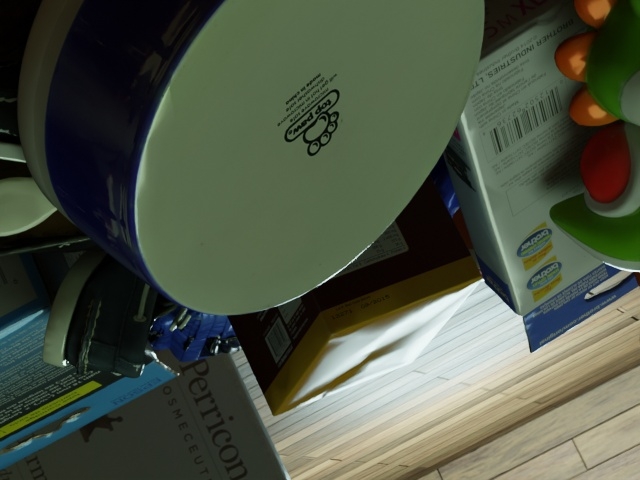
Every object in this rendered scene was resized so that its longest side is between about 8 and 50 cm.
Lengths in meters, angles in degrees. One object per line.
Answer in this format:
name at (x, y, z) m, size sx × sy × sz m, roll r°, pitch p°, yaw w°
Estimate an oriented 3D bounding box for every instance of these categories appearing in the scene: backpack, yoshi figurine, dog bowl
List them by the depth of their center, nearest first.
dog bowl at (-0.034, -0.092, 1.098) m, size 0.265 × 0.104 × 0.265 m, roll -31°, pitch 142°, yaw -28°
yoshi figurine at (0.297, -0.082, 1.401) m, size 0.203 × 0.203 × 0.362 m, roll -39°, pitch 135°, yaw -29°
backpack at (-0.104, 0.046, 1.674) m, size 0.101 × 0.098 × 0.120 m, roll -14°, pitch 162°, yaw -24°

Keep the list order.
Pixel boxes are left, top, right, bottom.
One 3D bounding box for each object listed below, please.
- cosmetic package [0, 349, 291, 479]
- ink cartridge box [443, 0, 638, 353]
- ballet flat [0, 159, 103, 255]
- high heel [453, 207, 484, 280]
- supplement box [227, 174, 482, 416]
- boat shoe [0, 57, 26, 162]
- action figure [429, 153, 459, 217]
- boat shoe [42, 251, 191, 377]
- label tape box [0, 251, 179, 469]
cosmetic package at (-0.207, 0.340, 2.044) m, size 0.393 × 0.329 × 0.327 m, roll -25°, pitch 165°, yaw -4°
ink cartridge box at (0.190, -0.070, 1.492) m, size 0.185 × 0.065 × 0.311 m, roll -33°, pitch 132°, yaw -12°
ballet flat at (-0.159, -0.031, 1.303) m, size 0.280 × 0.095 × 0.096 m, roll -18°, pitch -168°, yaw -27°
high heel at (0.212, 0.000, 1.938) m, size 0.377 × 0.127 × 0.181 m, roll -18°, pitch 153°, yaw -36°
supplement box at (0.000, 0.000, 1.498) m, size 0.129 × 0.194 × 0.191 m, roll -19°, pitch 164°, yaw -22°
boat shoe at (-0.124, -0.099, 1.190) m, size 0.302 × 0.114 × 0.091 m, roll -6°, pitch 112°, yaw -49°
action figure at (0.079, -0.070, 1.541) m, size 0.139 × 0.091 × 0.280 m, roll 3°, pitch 131°, yaw -36°
boat shoe at (-0.122, 0.020, 1.404) m, size 0.254 × 0.079 × 0.095 m, roll -60°, pitch 167°, yaw -65°
label tape box at (-0.277, 0.091, 1.533) m, size 0.240 × 0.106 × 0.334 m, roll -27°, pitch 164°, yaw 4°
